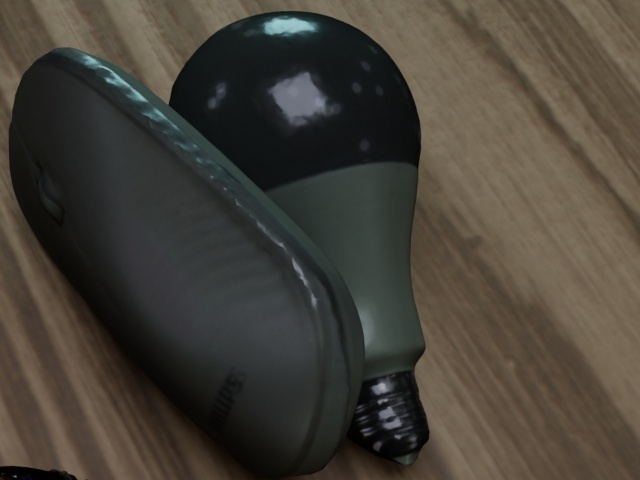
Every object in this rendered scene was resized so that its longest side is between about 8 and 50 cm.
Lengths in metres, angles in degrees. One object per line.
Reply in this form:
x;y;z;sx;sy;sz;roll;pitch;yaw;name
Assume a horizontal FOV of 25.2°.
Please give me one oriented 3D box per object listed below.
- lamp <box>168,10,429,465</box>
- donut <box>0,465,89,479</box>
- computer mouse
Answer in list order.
-0.008;-0.003;1.001;0.182;0.182;0.314;-12;93;-15;lamp
-0.176;0.211;0.809;0.235;0.089;0.235;10;29;-5;donut
-0.101;0.018;0.924;0.331;0.197;0.095;42;48;22;computer mouse
